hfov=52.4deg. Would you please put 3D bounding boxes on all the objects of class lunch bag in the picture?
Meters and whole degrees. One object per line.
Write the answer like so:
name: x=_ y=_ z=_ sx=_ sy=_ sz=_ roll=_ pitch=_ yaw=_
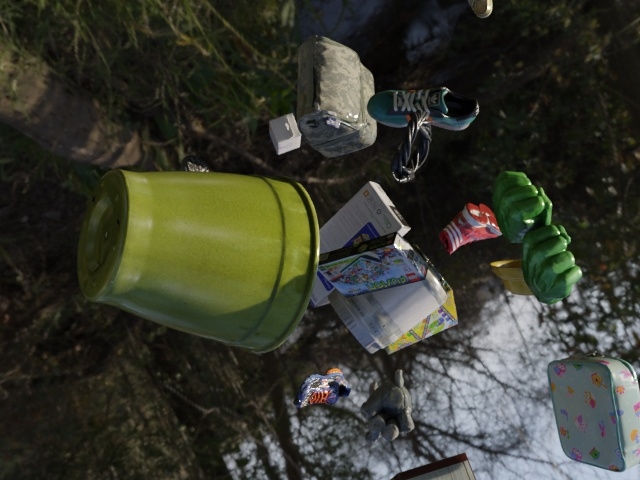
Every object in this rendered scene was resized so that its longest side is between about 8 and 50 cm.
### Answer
lunch bag: x=0.688 y=0.421 z=1.637 sx=0.107 sy=0.279 sz=0.224 roll=-7 pitch=178 yaw=-26
lunch bag: x=0.029 y=-0.432 z=1.972 sx=0.212 sy=0.305 sz=0.256 roll=-12 pitch=157 yaw=30

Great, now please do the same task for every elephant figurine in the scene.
elephant figurine: x=0.189 y=0.505 z=1.950 sx=0.186 sy=0.169 sz=0.239 roll=-28 pitch=171 yaw=-6

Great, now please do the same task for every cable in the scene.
cable: x=0.191 y=-0.200 z=1.360 sx=0.184 sy=0.047 sz=0.151 roll=-31 pitch=134 yaw=-62

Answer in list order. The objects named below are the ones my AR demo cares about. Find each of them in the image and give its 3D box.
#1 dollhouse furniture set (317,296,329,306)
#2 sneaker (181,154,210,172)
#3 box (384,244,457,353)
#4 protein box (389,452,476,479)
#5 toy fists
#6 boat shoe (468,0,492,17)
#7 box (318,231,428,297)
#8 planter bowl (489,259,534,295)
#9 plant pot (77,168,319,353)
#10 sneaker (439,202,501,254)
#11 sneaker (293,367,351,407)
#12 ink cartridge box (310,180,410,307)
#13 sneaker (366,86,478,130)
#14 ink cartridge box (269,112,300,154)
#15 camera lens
dollhouse furniture set: x=0.000 y=0.000 z=2.158 sx=0.198 sy=0.286 sz=0.303 roll=-22 pitch=134 yaw=11
sneaker: x=-0.398 y=-0.119 z=2.009 sx=0.162 sy=0.281 sz=0.106 roll=-11 pitch=-156 yaw=26
box: x=0.295 y=0.205 z=2.342 sx=0.279 sy=0.290 sz=0.177 roll=-22 pitch=128 yaw=-6
protein box: x=0.298 y=0.687 z=1.758 sx=0.201 sy=0.136 sz=0.200 roll=-11 pitch=152 yaw=-15
toy fists: x=0.422 y=-0.014 z=1.283 sx=0.096 sy=0.279 sz=0.142 roll=-21 pitch=150 yaw=7
boat shoe: x=0.374 y=-0.616 z=1.578 sx=0.056 sy=0.153 sz=0.048 roll=-11 pitch=-175 yaw=36
box: x=0.101 y=0.053 z=1.318 sx=0.207 sy=0.114 sz=0.036 roll=-18 pitch=-143 yaw=41
planter bowl: x=0.610 y=0.112 z=1.915 sx=0.217 sy=0.090 sz=0.217 roll=-3 pitch=-176 yaw=0
plant pot: x=-0.252 y=0.018 z=1.237 sx=0.352 sy=0.367 sz=0.366 roll=12 pitch=146 yaw=-36
sneaker: x=0.369 y=-0.025 z=1.631 sx=0.128 sy=0.087 sz=0.221 roll=-39 pitch=149 yaw=24
sneaker: x=0.010 y=0.429 z=1.854 sx=0.221 sy=0.087 sz=0.083 roll=-12 pitch=131 yaw=-48
ink cartridge box: x=0.075 y=0.016 z=1.894 sx=0.371 sy=0.176 sz=0.069 roll=-43 pitch=153 yaw=21
sneaker: x=0.281 y=-0.371 z=1.765 sx=0.302 sy=0.108 sz=0.121 roll=3 pitch=167 yaw=-5
ink cartridge box: x=-0.128 y=-0.383 z=2.325 sx=0.089 sy=0.092 sz=0.143 roll=-21 pitch=170 yaw=-7
camera lens: x=0.185 y=0.144 z=1.757 sx=0.274 sy=0.219 sz=0.219 roll=-38 pitch=170 yaw=3
